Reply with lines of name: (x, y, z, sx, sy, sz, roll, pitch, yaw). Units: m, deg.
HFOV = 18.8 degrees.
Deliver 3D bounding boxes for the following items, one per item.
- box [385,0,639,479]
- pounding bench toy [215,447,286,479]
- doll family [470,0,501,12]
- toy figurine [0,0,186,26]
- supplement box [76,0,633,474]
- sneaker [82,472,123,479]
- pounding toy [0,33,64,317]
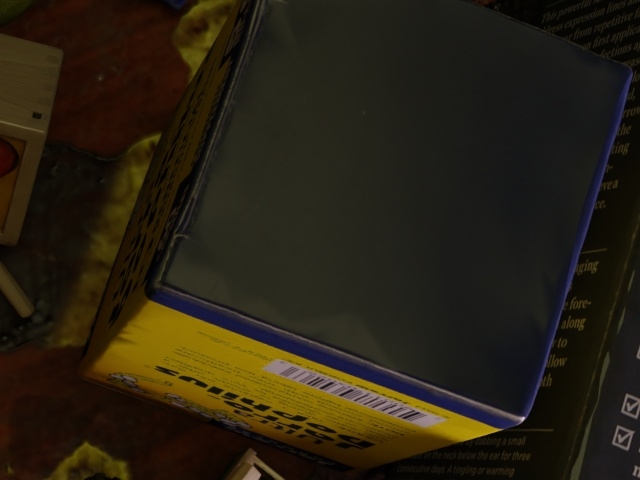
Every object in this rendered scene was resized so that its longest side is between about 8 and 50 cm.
box: (0.252, 0.046, 1.176, 0.293, 0.212, 0.395, 25, 75, -21)
pounding bench toy: (-0.035, 0.168, 1.183, 0.065, 0.083, 0.052, 39, 73, -3)
doll family: (0.124, -0.193, 1.292, 0.193, 0.076, 0.111, -19, 65, -11)
toy figurine: (-0.072, -0.229, 1.205, 0.217, 0.191, 0.362, 36, 75, -9)
supplement box: (0.000, 0.000, 1.081, 0.195, 0.356, 0.194, 21, 75, -8)
sneaker: (-0.060, 0.263, 1.152, 0.283, 0.107, 0.124, 42, 80, -2)
pounding toy: (-0.218, -0.045, 1.165, 0.130, 0.141, 0.100, 14, 48, -10)
